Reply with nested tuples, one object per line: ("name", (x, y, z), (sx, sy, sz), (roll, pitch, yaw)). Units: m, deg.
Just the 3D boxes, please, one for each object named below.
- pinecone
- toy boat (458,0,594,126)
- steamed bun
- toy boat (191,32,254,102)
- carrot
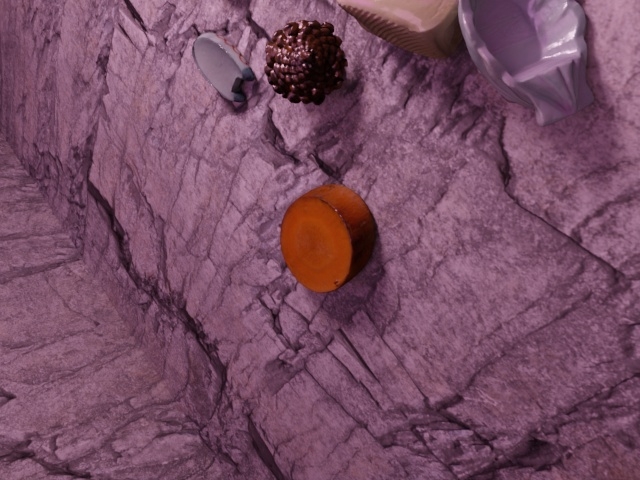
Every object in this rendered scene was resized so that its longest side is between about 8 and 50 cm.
("pinecone", (-0.035, -0.389, 1.056), (0.195, 0.150, 0.179), (12, 112, 41))
("toy boat", (0.314, -0.318, 0.757), (0.290, 0.200, 0.100), (64, 172, 0))
("steamed bun", (0.158, -0.436, 0.857), (0.239, 0.170, 0.152), (37, 104, 26))
("toy boat", (-0.259, -0.478, 1.304), (0.208, 0.079, 0.134), (45, 138, 9))
("carrot", (0.000, 0.000, 1.197), (0.307, 0.100, 0.258), (-29, 81, 47))
